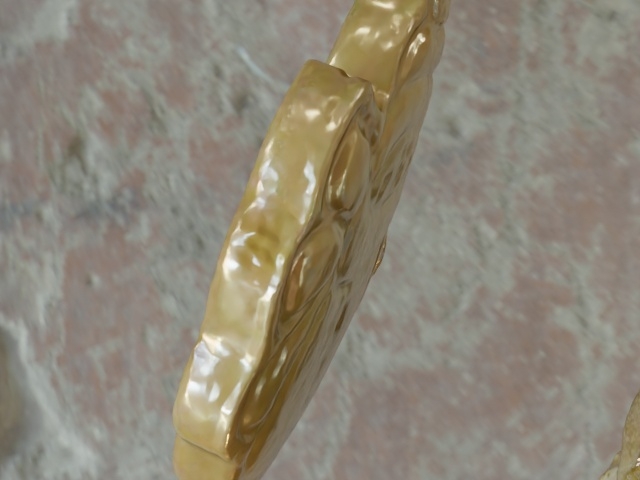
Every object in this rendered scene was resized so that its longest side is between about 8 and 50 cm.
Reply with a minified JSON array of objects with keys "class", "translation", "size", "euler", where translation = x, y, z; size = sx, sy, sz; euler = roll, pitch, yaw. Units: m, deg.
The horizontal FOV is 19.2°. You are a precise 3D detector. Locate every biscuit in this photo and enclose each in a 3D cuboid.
[{"class":"biscuit","translation":[0.000,0.000,1.118],"size":[0.057,0.312,0.351],"euler":[22,116,7]}]

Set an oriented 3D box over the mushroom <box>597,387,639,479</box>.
[{"class":"mushroom","translation":[0.383,0.232,1.785],"size":[0.283,0.195,0.263],"euler":[-35,116,16]}]
